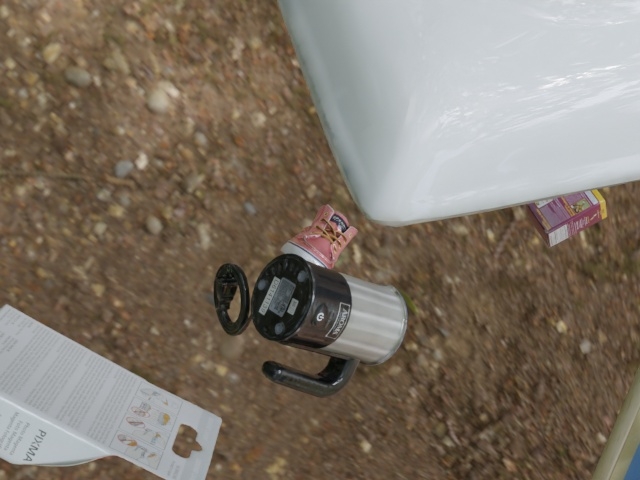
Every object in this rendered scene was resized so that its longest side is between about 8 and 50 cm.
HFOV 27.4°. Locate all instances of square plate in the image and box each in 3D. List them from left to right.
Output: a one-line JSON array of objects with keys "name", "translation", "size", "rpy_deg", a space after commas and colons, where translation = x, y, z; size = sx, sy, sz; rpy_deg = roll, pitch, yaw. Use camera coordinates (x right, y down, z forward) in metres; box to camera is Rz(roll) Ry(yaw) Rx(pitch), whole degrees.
[{"name": "square plate", "translation": [0.130, -0.175, 0.509], "size": [0.344, 0.049, 0.347], "rpy_deg": [-12, 52, -11]}]

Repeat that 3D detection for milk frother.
[{"name": "milk frother", "translation": [-0.017, 0.067, 1.281], "size": [0.129, 0.134, 0.143], "rpy_deg": [-54, 45, 17]}]

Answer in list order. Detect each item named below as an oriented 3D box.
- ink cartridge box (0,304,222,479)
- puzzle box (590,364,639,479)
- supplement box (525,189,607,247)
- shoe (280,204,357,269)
[{"name": "ink cartridge box", "translation": [-0.209, 0.153, 1.141], "size": [0.232, 0.189, 0.066], "rpy_deg": [32, 102, -5]}, {"name": "puzzle box", "translation": [0.273, 0.159, 0.679], "size": [0.272, 0.052, 0.409], "rpy_deg": [34, 119, 35]}, {"name": "supplement box", "translation": [0.303, -0.038, 1.616], "size": [0.083, 0.043, 0.055], "rpy_deg": [-28, 58, -1]}, {"name": "shoe", "translation": [0.000, 0.000, 1.537], "size": [0.063, 0.178, 0.081], "rpy_deg": [41, 89, -5]}]
